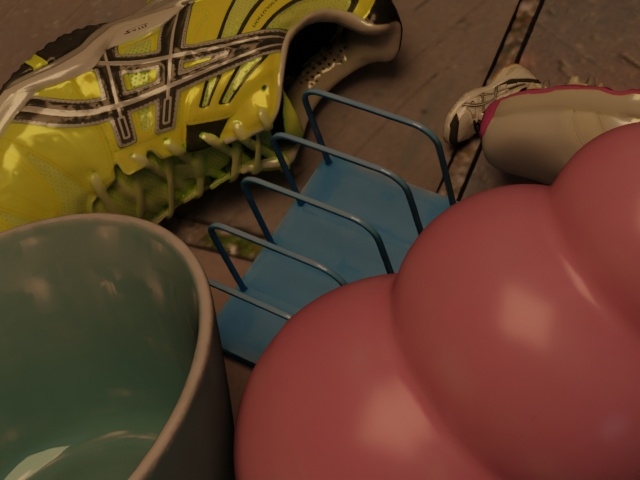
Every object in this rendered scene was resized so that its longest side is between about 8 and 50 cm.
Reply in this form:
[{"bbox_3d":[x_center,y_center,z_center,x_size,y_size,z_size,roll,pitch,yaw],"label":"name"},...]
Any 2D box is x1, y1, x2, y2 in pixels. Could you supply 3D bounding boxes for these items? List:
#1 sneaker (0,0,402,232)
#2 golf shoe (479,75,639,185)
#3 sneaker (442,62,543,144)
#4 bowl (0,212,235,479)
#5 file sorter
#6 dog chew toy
[{"bbox_3d":[-0.103,-0.090,0.950,0.147,0.145,0.384,35,74,32],"label":"sneaker"},{"bbox_3d":[0.229,-0.018,0.829,0.306,0.115,0.140,14,82,32],"label":"golf shoe"},{"bbox_3d":[0.126,-0.094,0.955,0.083,0.032,0.037,-40,56,-11],"label":"sneaker"},{"bbox_3d":[-0.170,0.145,0.773,0.311,0.163,0.311,-18,38,14],"label":"bowl"},{"bbox_3d":[0.000,0.000,0.884,0.118,0.104,0.170,21,66,27],"label":"file sorter"},{"bbox_3d":[0.106,0.068,0.692,0.332,0.207,0.206,-44,49,26],"label":"dog chew toy"}]
